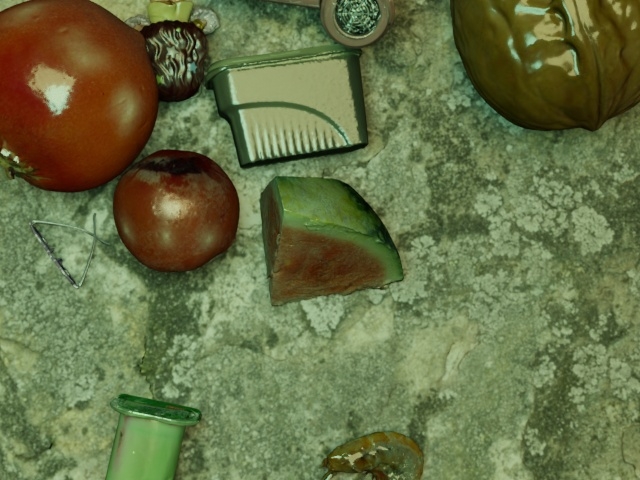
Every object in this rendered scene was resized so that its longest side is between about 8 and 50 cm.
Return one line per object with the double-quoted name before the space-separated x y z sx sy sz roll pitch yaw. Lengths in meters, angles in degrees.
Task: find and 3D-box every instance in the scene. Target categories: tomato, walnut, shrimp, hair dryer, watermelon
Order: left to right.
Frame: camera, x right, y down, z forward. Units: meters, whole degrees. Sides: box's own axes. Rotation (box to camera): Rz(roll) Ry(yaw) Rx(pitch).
"tomato" -0.413 -0.237 1.521 0.321 0.321 0.322 1 83 -4
"tomato" -0.236 -0.055 1.560 0.208 0.208 0.185 -14 115 -6
"hair dryer" -0.053 -0.419 1.608 0.352 0.210 0.125 6 116 -2
"watermelon" 0.000 0.000 1.595 0.310 0.231 0.193 5 76 -49
"shrimp" 0.086 0.394 1.609 0.187 0.051 0.133 -6 83 -8
"walnut" 0.402 -0.374 1.597 0.354 0.308 0.398 -22 86 14

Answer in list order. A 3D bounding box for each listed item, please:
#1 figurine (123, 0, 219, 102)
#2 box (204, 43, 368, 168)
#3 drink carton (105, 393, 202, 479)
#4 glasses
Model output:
"figurine" -0.260 -0.357 1.644 0.174 0.116 0.240 -6 83 -5
"box" -0.053 -0.229 1.639 0.274 0.138 0.178 -10 88 -5
"drink carton" -0.282 0.339 1.548 0.146 0.144 0.142 14 88 -2
"glasses" -0.414 0.000 1.616 0.103 0.062 0.140 -34 88 -9
